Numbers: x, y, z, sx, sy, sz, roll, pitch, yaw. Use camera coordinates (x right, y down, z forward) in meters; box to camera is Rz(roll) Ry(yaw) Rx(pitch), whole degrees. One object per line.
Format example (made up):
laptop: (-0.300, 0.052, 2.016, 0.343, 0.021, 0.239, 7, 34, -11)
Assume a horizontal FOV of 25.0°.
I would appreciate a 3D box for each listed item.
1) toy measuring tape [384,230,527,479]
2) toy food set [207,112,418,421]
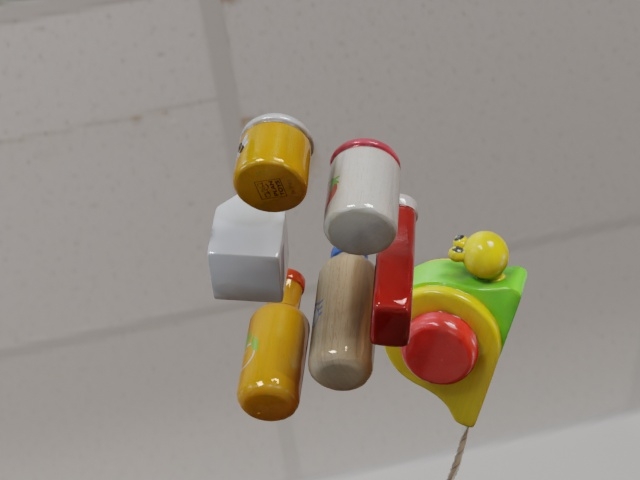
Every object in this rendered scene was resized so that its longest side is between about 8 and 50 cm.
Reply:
toy measuring tape: (0.099, 0.127, 1.334, 0.121, 0.121, 0.330, 2, -56, -20)
toy food set: (0.000, 0.000, 0.840, 0.111, 0.104, 0.232, 2, -42, 5)
